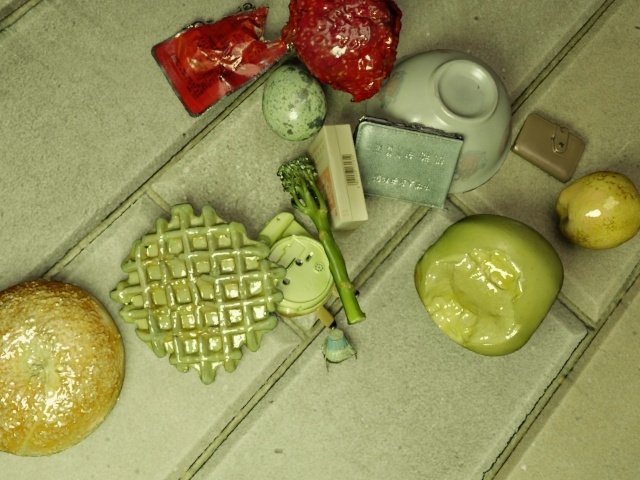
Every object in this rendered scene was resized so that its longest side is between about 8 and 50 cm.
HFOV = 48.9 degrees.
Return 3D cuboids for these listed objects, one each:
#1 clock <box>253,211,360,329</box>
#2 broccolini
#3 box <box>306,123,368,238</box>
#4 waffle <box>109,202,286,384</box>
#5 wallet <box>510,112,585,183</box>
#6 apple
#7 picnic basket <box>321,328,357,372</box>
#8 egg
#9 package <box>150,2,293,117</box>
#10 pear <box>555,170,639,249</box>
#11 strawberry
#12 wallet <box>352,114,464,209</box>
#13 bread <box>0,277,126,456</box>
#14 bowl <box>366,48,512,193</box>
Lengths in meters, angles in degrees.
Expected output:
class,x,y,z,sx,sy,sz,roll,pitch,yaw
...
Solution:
class,x,y,z,sx,sy,sz,roll,pitch,yaw
clock,-0.040,0.069,1.380,0.232,0.069,0.170,38,71,0
broccolini,0.005,-0.002,1.347,0.078,0.074,0.392,-34,57,24
box,0.031,-0.115,1.408,0.058,0.141,0.201,-7,78,-18
waffle,-0.225,0.092,1.306,0.309,0.056,0.292,40,92,5
wallet,0.514,-0.211,1.585,0.152,0.039,0.118,29,74,-1
apple,0.325,0.079,1.356,0.278,0.279,0.279,3,75,-11
picnic basket,0.034,0.214,1.365,0.065,0.083,0.083,-26,126,-18
egg,-0.055,-0.284,1.440,0.132,0.132,0.172,-7,65,-13
package,-0.200,-0.394,1.477,0.269,0.071,0.194,-29,68,-13
pear,0.592,-0.062,1.505,0.177,0.178,0.178,3,75,-11
strawberry,0.060,-0.424,1.435,0.220,0.274,0.274,-29,80,26
wallet,0.166,-0.155,1.436,0.221,0.168,0.036,12,28,-1
bread,-0.481,0.213,1.207,0.305,0.159,0.306,3,74,-12
bowl,0.278,-0.284,1.495,0.345,0.157,0.346,3,75,-10
